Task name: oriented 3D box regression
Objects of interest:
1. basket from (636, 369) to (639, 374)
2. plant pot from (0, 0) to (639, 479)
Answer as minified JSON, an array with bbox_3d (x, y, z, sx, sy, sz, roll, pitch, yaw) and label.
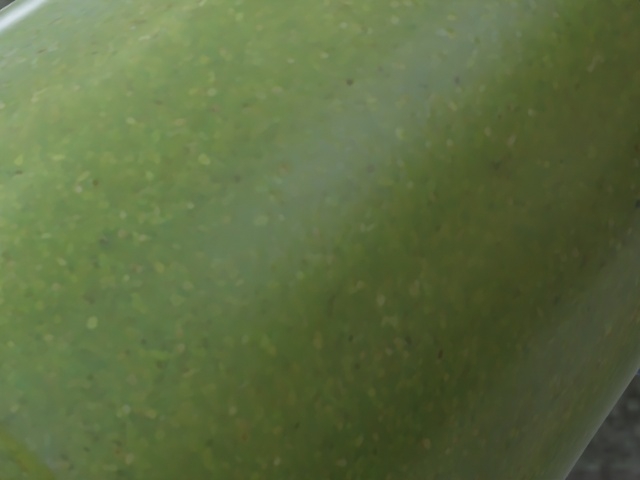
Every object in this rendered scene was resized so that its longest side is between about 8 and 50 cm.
[{"bbox_3d":[0.000,0.000,0.783,0.289,0.254,0.201,7,-80,-57],"label":"basket"},{"bbox_3d":[-0.033,0.027,0.466,0.254,0.276,0.276,-44,-30,-17],"label":"plant pot"}]
